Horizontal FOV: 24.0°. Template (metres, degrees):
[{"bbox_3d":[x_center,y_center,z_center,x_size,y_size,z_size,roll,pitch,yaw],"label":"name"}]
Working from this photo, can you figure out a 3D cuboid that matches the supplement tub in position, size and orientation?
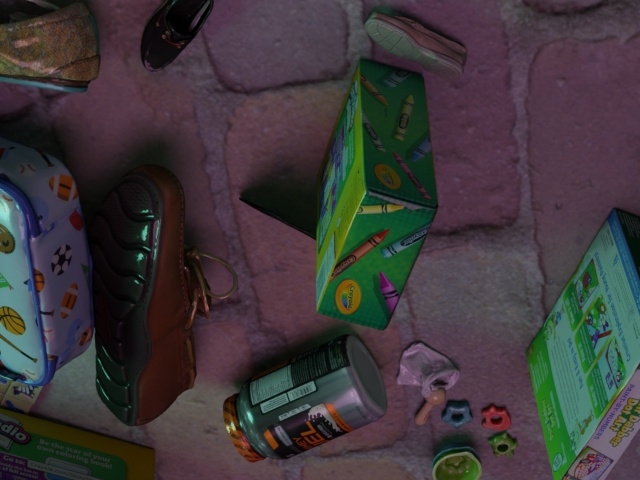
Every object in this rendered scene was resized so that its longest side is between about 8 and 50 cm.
[{"bbox_3d":[-0.021,0.206,1.916,0.190,0.117,0.117,-26,121,17],"label":"supplement tub"}]

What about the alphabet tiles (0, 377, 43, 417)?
[{"bbox_3d":[-0.464,0.177,1.957,0.198,0.009,0.237,23,122,-16],"label":"alphabet tiles"}]

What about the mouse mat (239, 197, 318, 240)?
[{"bbox_3d":[0.000,0.000,1.763,0.189,0.152,0.007,27,89,-18],"label":"mouse mat"}]

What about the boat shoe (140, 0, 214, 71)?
[{"bbox_3d":[-0.160,-0.235,1.653,0.049,0.042,0.133,27,122,-21],"label":"boat shoe"}]

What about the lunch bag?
[{"bbox_3d":[-0.388,0.021,1.747,0.243,0.115,0.303,19,126,23],"label":"lunch bag"}]

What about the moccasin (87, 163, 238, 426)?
[{"bbox_3d":[-0.190,0.063,1.802,0.147,0.139,0.380,-28,137,-31],"label":"moccasin"}]

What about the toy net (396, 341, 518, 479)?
[{"bbox_3d":[0.178,0.226,1.976,0.122,0.045,0.232,-18,123,12],"label":"toy net"}]

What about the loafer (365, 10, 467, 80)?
[{"bbox_3d":[0.107,-0.222,1.672,0.125,0.039,0.045,29,153,-16],"label":"loafer"}]

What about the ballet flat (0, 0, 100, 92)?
[{"bbox_3d":[-0.410,-0.228,1.622,0.348,0.123,0.123,4,125,-2],"label":"ballet flat"}]

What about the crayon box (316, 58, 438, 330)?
[{"bbox_3d":[0.056,-0.056,1.635,0.081,0.278,0.165,15,124,-10],"label":"crayon box"}]

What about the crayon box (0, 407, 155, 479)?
[{"bbox_3d":[-0.395,0.352,1.884,0.363,0.313,0.106,18,120,-16],"label":"crayon box"}]

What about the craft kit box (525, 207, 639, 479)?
[{"bbox_3d":[0.335,0.131,1.787,0.061,0.250,0.247,19,123,-15],"label":"craft kit box"}]
